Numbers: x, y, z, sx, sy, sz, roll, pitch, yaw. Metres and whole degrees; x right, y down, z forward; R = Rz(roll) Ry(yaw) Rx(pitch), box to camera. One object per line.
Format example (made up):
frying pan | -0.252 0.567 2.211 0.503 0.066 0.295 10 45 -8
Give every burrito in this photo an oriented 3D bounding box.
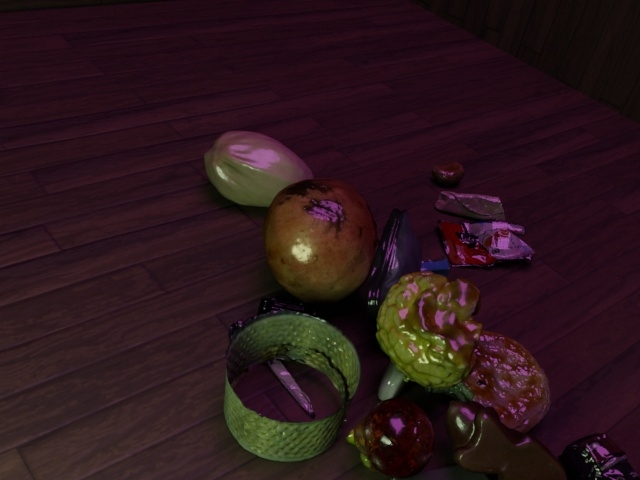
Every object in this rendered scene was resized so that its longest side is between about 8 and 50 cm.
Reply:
burrito | 0.470 -0.107 2.180 0.226 0.087 0.060 9 -2 0

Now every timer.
timer | -0.071 0.179 1.585 0.144 0.055 0.187 10 8 -2

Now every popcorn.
popcorn | 0.236 0.184 1.436 0.206 0.237 0.251 18 -3 -23

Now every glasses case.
glasses case | 0.188 0.268 1.569 0.059 0.092 0.233 30 38 10
glasses case | 0.234 0.473 1.352 0.191 0.042 0.072 -2 31 -20

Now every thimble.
thimble | -0.061 0.285 1.395 0.271 0.150 0.271 6 41 -5

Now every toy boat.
toy boat | 0.251 0.078 1.856 0.185 0.075 0.077 -9 44 -20

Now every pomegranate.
pomegranate | 0.000 0.000 1.691 0.322 0.322 0.322 9 36 -6

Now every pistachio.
pistachio | -0.170 -0.192 1.994 0.332 0.207 0.226 16 -8 -8

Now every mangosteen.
mangosteen | 0.128 0.389 1.344 0.156 0.181 0.145 48 22 -27

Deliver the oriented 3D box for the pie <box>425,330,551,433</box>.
pie | 0.370 0.308 1.560 0.303 0.067 0.302 9 37 -7

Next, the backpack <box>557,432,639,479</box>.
backpack | 0.573 0.467 1.414 0.120 0.105 0.165 -11 39 -37

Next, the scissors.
scissors | -0.096 0.273 1.531 0.109 0.022 0.300 -18 47 -31

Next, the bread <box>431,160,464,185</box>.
bread | 0.425 -0.216 2.319 0.113 0.060 0.082 -11 42 -27

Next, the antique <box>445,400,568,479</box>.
antique | 0.350 0.403 1.373 0.257 0.121 0.143 30 4 -7

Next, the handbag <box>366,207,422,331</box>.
handbag | 0.181 0.090 1.677 0.075 0.191 0.332 -2 48 25

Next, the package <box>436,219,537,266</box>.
package | 0.484 0.007 2.045 0.269 0.071 0.194 -5 36 -4
